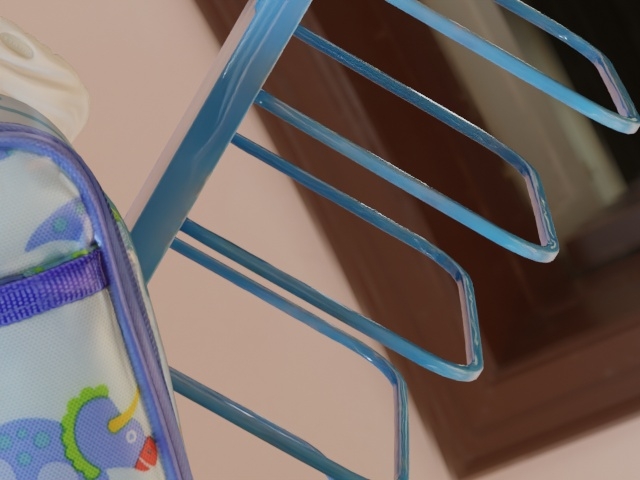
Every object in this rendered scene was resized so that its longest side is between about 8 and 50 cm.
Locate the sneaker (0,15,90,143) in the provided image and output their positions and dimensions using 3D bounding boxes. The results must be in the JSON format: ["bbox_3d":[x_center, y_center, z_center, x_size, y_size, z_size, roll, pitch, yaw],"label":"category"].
[{"bbox_3d":[-0.200,-0.068,0.807,0.232,0.090,0.115,34,-119,-30],"label":"sneaker"}]

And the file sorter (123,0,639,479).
[{"bbox_3d":[0.000,0.000,0.562,0.104,0.170,0.118,30,-165,-6],"label":"file sorter"}]

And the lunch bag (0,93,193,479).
[{"bbox_3d":[-0.140,0.062,0.452,0.090,0.219,0.176,-140,38,-69],"label":"lunch bag"}]
